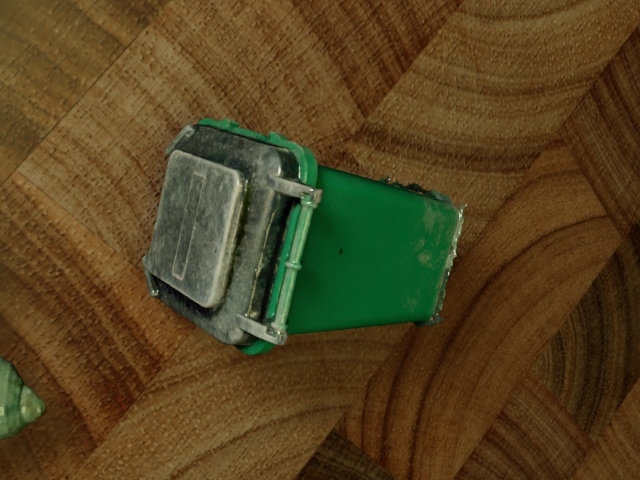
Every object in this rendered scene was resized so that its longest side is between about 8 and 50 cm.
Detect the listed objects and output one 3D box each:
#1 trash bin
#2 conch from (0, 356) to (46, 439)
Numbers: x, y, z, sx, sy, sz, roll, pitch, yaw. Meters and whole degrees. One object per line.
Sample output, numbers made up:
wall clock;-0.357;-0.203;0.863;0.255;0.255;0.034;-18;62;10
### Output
trash bin;0.000;0.000;1.026;0.381;0.295;0.259;5;102;-41
conch;-0.420;0.173;0.890;0.188;0.122;0.175;27;66;-40
